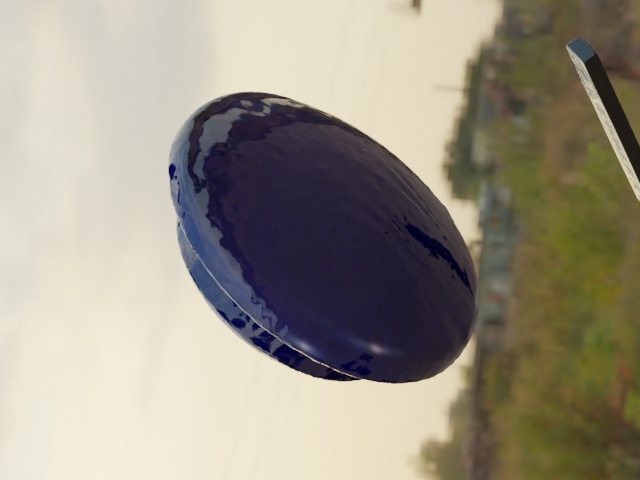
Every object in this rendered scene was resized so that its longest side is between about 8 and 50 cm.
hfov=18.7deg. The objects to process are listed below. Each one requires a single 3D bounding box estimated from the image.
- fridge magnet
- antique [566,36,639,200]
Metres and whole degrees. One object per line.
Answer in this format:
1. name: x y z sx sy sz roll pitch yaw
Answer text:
1. fridge magnet: 0.000 0.000 1.426 0.112 0.265 0.265 -49 14 32
2. antique: 0.237 -0.089 1.554 0.031 0.015 0.192 51 176 47
